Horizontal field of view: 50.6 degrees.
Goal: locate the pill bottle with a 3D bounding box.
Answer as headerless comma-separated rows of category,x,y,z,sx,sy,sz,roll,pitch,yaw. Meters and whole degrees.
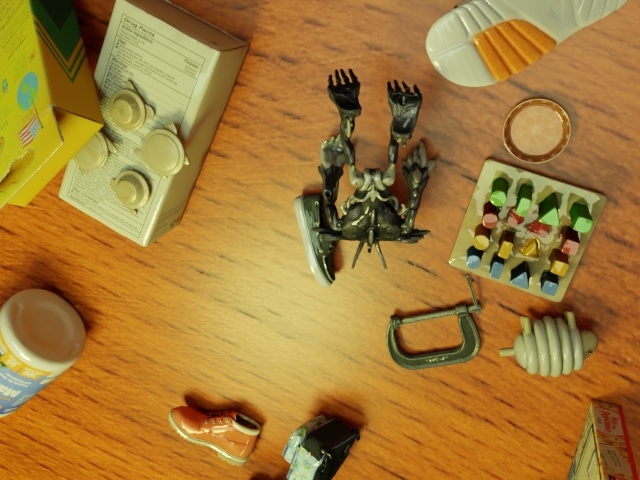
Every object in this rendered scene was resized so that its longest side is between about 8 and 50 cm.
pill bottle,-0.545,0.213,1.168,0.272,0.152,0.152,-37,96,24

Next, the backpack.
backpack,-0.008,0.344,1.085,0.084,0.105,0.114,34,118,27

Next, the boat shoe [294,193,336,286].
boat shoe,0.000,0.000,0.984,0.040,0.049,0.142,-13,103,20

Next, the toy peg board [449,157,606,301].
toy peg board,0.266,-0.003,0.885,0.161,0.079,0.161,20,114,10

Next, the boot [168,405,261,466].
boot,-0.178,0.310,1.150,0.158,0.059,0.085,28,112,-4

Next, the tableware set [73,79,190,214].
tableware set,-0.260,-0.122,0.909,0.168,0.020,0.141,-36,94,26

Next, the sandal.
sandal,0.247,-0.269,0.802,0.265,0.076,0.102,-25,116,2

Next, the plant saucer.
plant saucer,0.276,-0.140,0.867,0.083,0.013,0.083,5,110,14

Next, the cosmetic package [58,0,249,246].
cosmetic package,-0.240,-0.166,0.958,0.160,0.113,0.309,30,115,4

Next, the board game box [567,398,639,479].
board game box,0.376,0.331,0.912,0.045,0.193,0.147,12,113,12

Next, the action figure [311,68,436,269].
action figure,0.072,-0.087,0.886,0.164,0.141,0.276,6,138,6

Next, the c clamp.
c clamp,0.166,0.127,0.998,0.160,0.022,0.137,-19,108,20

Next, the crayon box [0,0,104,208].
crayon box,-0.403,-0.192,0.923,0.202,0.081,0.319,-34,62,28

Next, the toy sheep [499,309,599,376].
toy sheep,0.311,0.143,0.924,0.132,0.091,0.091,-8,107,14
